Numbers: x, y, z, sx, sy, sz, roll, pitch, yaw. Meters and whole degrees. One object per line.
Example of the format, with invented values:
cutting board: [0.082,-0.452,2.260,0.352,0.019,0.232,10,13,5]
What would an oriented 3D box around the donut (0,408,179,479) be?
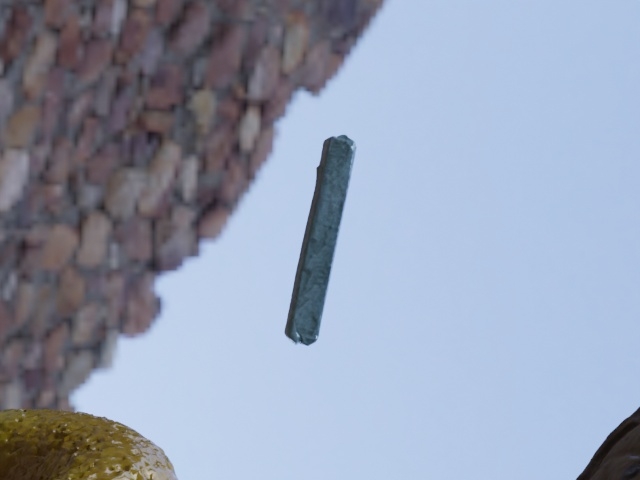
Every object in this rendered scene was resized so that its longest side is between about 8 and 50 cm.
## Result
donut: [-0.192,0.160,0.854,0.303,0.303,0.110,7,-74,52]

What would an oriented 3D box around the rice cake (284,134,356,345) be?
rice cake: [0.000,0.000,1.431,0.033,0.029,0.171,158,-56,-82]

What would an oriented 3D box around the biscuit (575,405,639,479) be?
biscuit: [0.342,0.200,1.537,0.074,0.381,0.359,54,-6,-16]
